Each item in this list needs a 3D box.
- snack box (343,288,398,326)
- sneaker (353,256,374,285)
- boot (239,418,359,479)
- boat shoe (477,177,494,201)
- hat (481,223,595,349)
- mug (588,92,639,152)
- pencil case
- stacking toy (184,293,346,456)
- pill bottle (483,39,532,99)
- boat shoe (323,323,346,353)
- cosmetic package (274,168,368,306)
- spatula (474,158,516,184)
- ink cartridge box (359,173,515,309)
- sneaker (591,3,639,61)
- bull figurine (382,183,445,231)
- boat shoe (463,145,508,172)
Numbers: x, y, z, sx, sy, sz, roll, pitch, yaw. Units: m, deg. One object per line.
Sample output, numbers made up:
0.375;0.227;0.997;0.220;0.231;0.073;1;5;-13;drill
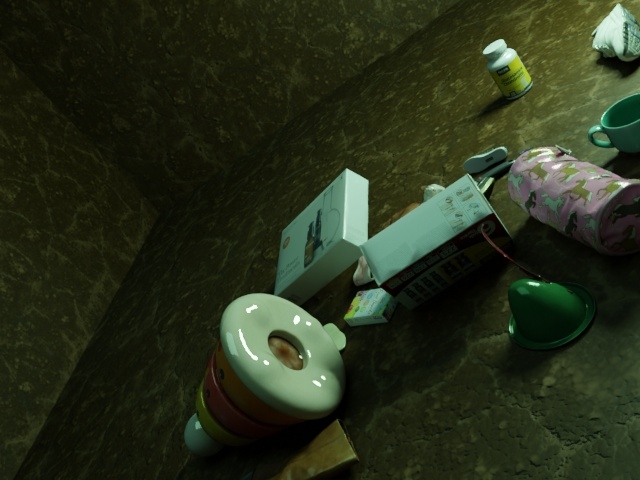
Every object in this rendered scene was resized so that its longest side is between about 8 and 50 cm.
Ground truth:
0.140;0.177;1.668;0.141;0.037;0.100;-14;36;46;snack box
0.145;0.074;1.827;0.070;0.051;0.134;-19;35;38;sneaker
-0.035;0.529;1.295;0.280;0.096;0.264;-31;17;4;boot
0.393;-0.093;1.685;0.073;0.080;0.224;28;70;27;boat shoe
0.406;0.091;1.233;0.173;0.184;0.208;-51;26;-23;hat
0.737;-0.269;1.475;0.129;0.097;0.157;-49;24;-17;mug
0.566;-0.097;1.364;0.159;0.167;0.386;-6;22;-10;pencil case
-0.197;0.400;1.553;0.480;0.350;0.351;-50;18;26;stacking toy
0.619;-0.569;2.071;0.103;0.184;0.103;-33;24;17;pill bottle
0.041;0.267;1.657;0.048;0.042;0.133;-22;22;-9;boat shoe
0.000;0.000;1.924;0.377;0.097;0.285;-42;30;40;cosmetic package
0.439;-0.149;1.798;0.296;0.030;0.084;-36;25;10;spatula
0.299;0.024;1.523;0.309;0.272;0.130;-35;55;14;ink cartridge box
0.882;-0.589;1.848;0.129;0.111;0.297;-43;14;37;sneaker
0.243;-0.042;1.729;0.188;0.101;0.310;-43;-4;-25;bull figurine
0.497;-0.243;1.864;0.142;0.049;0.040;-20;12;36;boat shoe
